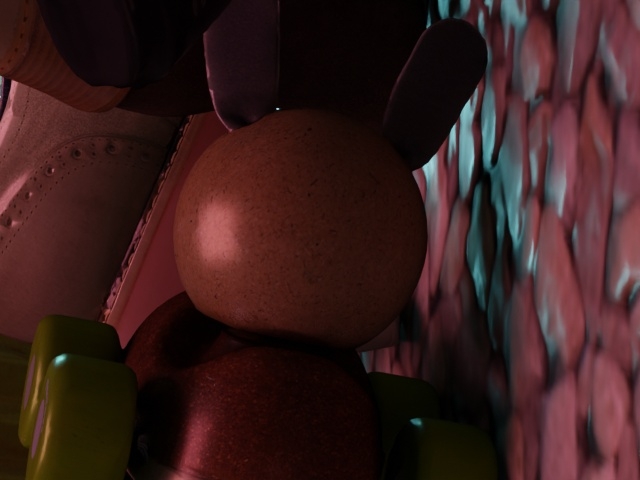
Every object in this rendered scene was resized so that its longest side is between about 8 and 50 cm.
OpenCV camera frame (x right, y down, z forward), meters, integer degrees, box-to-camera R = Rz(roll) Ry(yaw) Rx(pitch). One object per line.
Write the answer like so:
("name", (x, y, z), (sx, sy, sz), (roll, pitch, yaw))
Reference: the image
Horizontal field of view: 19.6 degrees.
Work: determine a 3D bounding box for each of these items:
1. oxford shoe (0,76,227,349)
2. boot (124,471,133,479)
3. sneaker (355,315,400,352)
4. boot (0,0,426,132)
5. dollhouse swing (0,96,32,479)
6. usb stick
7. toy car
("oxford shoe", (-0.071, -0.142, 0.814), (0.140, 0.146, 0.397), (154, 134, -78))
("boot", (-0.036, 0.209, 0.882), (0.263, 0.091, 0.229), (22, 131, 53))
("sneaker", (-0.001, 0.000, 0.803), (0.152, 0.058, 0.085), (-120, 24, -81))
("boot", (-0.054, -0.166, 0.708), (0.090, 0.207, 0.248), (-10, 77, 54))
("dollhouse swing", (-0.131, 0.093, 1.032), (0.305, 0.315, 0.347), (-9, 74, 57))
("usb stick", (-0.019, -0.144, 0.625), (0.278, 0.045, 0.077), (-57, -40, -49))
("toy car", (-0.012, 0.004, 0.658), (0.149, 0.155, 0.188), (-144, 66, -76))
